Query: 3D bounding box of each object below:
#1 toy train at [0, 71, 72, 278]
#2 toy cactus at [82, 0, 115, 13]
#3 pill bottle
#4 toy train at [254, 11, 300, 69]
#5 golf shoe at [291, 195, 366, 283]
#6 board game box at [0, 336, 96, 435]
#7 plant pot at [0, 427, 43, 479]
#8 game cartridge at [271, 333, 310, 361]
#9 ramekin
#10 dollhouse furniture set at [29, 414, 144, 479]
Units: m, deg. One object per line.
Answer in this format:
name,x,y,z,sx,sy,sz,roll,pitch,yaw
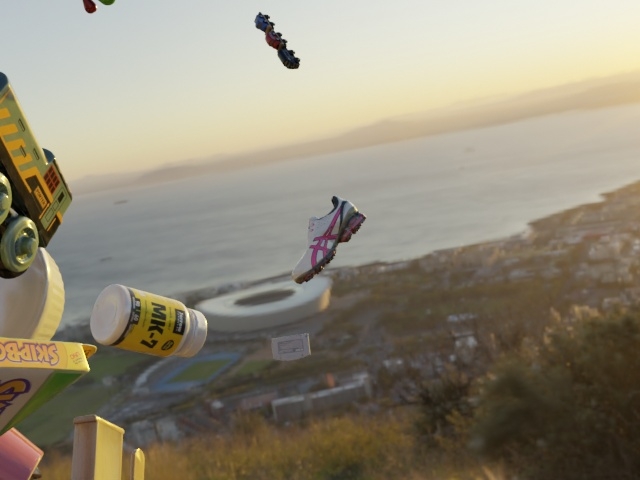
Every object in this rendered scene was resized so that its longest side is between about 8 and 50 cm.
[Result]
toy train,-0.448,-0.099,1.102,0.142,0.333,0.190,7,51,15
toy cactus,-0.430,-0.450,1.366,0.181,0.219,0.112,-31,-6,-25
pill bottle,-0.337,0.166,1.656,0.119,0.119,0.209,-3,-17,44
toy train,-0.088,-0.386,1.609,0.036,0.158,0.027,-12,-33,-34
golf shoe,0.000,0.000,1.577,0.186,0.086,0.067,-49,-4,-14
board game box,-0.298,0.113,0.630,0.124,0.039,0.259,-35,-23,21
plant pot,-0.512,0.321,1.194,0.180,0.201,0.201,31,0,-10
game cartridge,-0.065,0.238,1.833,0.083,0.055,0.017,-8,-19,6
ramekin,-0.549,0.095,1.362,0.273,0.272,0.127,-10,-15,5
dollhouse furniture set,-0.545,0.443,1.536,0.356,0.173,0.303,-9,-28,12
